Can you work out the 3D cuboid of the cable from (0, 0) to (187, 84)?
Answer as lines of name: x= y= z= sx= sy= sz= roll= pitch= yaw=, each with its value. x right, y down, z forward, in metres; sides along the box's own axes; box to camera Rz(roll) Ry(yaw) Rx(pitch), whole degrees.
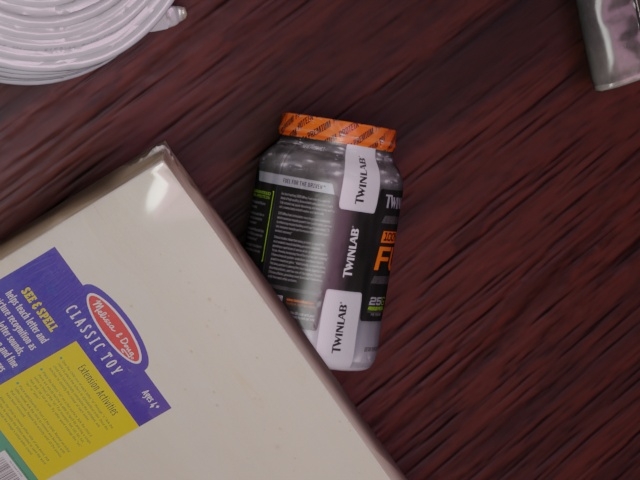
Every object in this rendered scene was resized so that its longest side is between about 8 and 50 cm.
cable: x=-0.215 y=-0.240 z=1.442 sx=0.257 sy=0.089 sz=0.257 roll=-27 pitch=106 yaw=-18

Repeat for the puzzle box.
puzzle box: x=-0.114 y=0.156 z=1.492 sx=0.272 sy=0.052 sz=0.409 roll=-30 pitch=109 yaw=11

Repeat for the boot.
boot: x=0.216 y=-0.227 z=1.646 sx=0.189 sy=0.076 sz=0.208 roll=-14 pitch=108 yaw=-19

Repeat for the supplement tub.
supplement tub: x=0.000 y=0.000 z=1.548 sx=0.117 sy=0.117 sz=0.190 roll=8 pitch=94 yaw=-24
